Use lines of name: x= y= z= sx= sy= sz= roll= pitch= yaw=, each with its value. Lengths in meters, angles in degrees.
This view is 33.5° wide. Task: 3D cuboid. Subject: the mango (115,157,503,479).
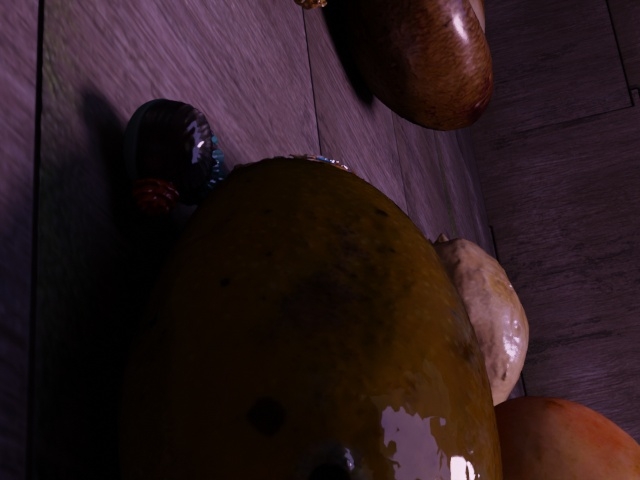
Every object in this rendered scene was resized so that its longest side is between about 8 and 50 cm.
mango: x=-0.003 y=0.057 z=0.510 sx=0.175 sy=0.177 sz=0.330 roll=29 pitch=28 yaw=-13

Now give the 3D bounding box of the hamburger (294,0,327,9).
hamburger: x=-0.022 y=-0.295 z=0.971 sx=0.138 sy=0.083 sz=0.147 roll=-85 pitch=155 yaw=-44

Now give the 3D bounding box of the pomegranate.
pomegranate: x=0.212 y=0.271 z=1.005 sx=0.270 sy=0.228 sz=0.252 roll=-24 pitch=128 yaw=-66

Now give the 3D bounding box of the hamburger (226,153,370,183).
hamburger: x=0.002 y=0.007 z=0.742 sx=0.176 sy=0.087 sz=0.102 roll=48 pitch=28 yaw=-71

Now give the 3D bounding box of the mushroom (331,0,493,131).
mushroom: x=0.119 y=-0.292 z=1.338 sx=0.345 sy=0.239 sz=0.345 roll=16 pitch=70 yaw=-54

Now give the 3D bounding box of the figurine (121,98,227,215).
figurine: x=-0.075 y=-0.039 z=0.562 sx=0.106 sy=0.047 sz=0.060 roll=32 pitch=67 yaw=-84

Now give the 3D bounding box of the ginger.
ginger: x=0.195 y=0.099 z=1.392 sx=0.138 sy=0.152 sz=0.267 roll=21 pitch=57 yaw=-39
